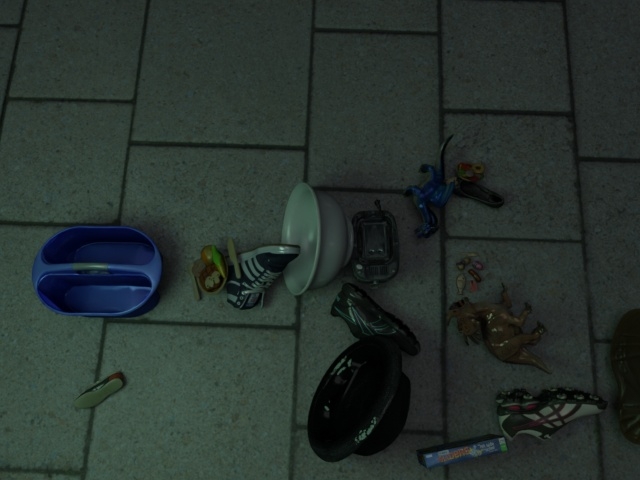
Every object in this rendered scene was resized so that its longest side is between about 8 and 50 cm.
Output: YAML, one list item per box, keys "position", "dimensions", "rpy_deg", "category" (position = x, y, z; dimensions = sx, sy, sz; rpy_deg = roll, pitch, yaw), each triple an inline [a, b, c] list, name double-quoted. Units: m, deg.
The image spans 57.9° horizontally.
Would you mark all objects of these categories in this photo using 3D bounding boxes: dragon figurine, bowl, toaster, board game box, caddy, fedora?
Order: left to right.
- position: [-0.582, 0.087, 1.543]
  dimensions: [0.341, 0.179, 0.241]
  rpy_deg: [0, 74, 1]
  category: "caddy"
- position: [0.000, 0.000, 1.527]
  dimensions: [0.134, 0.298, 0.298]
  rpy_deg: [5, 74, -21]
  category: "bowl"
- position: [0.118, 0.408, 1.437]
  dimensions: [0.152, 0.334, 0.334]
  rpy_deg: [38, 76, -24]
  category: "fedora"
- position: [0.141, 0.016, 1.566]
  dimensions: [0.129, 0.146, 0.227]
  rpy_deg: [-3, 75, -1]
  category: "toaster"
- position: [0.329, -0.143, 1.621]
  dimensions: [0.144, 0.085, 0.289]
  rpy_deg: [35, 93, 12]
  category: "dragon figurine"
- position: [0.347, 0.520, 1.433]
  dimensions: [0.201, 0.136, 0.035]
  rpy_deg: [-11, 75, -3]
  category: "board game box"

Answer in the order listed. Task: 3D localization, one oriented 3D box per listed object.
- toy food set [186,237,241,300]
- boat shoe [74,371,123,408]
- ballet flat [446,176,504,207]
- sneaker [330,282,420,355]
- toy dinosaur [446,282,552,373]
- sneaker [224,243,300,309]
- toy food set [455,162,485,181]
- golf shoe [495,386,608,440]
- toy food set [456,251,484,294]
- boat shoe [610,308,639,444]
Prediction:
- position: [-0.300, 0.080, 1.553]
  dimensions: [0.192, 0.038, 0.132]
  rpy_deg: [-30, 67, 32]
  category: "toy food set"
- position: [-0.586, 0.395, 1.530]
  dimensions: [0.137, 0.049, 0.043]
  rpy_deg: [-31, 34, -5]
  category: "boat shoe"
- position: [0.444, -0.143, 1.654]
  dimensions: [0.173, 0.049, 0.057]
  rpy_deg: [22, 78, 8]
  category: "ballet flat"
- position: [0.146, 0.228, 1.550]
  dimensions: [0.267, 0.101, 0.106]
  rpy_deg: [38, 97, 12]
  category: "sneaker"
- position: [0.466, 0.246, 1.519]
  dimensions: [0.200, 0.127, 0.296]
  rpy_deg: [-35, 89, -1]
  category: "toy dinosaur"
- position: [-0.153, 0.099, 1.518]
  dimensions: [0.282, 0.099, 0.153]
  rpy_deg: [-15, 74, 43]
  category: "sneaker"
- position: [0.432, -0.199, 1.669]
  dimensions: [0.083, 0.020, 0.083]
  rpy_deg: [16, 48, 6]
  category: "toy food set"
- position: [0.590, 0.442, 1.482]
  dimensions: [0.272, 0.105, 0.120]
  rpy_deg: [-4, 91, 6]
  category: "golf shoe"
- position: [0.416, 0.090, 1.607]
  dimensions: [0.077, 0.019, 0.122]
  rpy_deg: [1, 75, 1]
  category: "toy food set"
- position: [0.834, 0.349, 1.495]
  dimensions: [0.110, 0.121, 0.341]
  rpy_deg: [16, 75, -33]
  category: "boat shoe"
